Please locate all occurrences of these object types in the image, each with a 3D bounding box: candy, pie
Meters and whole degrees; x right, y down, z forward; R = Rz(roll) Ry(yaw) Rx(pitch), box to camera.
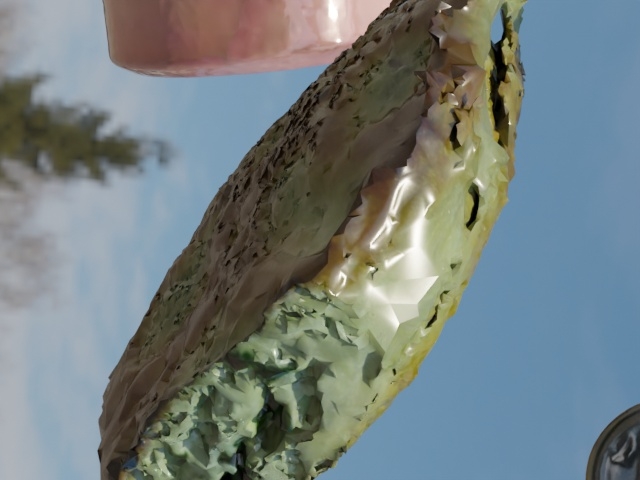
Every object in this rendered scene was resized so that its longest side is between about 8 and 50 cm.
[{"bbox_3d":[-0.044,-0.187,1.533,0.255,0.255,0.094,-152,-126,-70],"label":"candy"},{"bbox_3d":[0.000,0.000,1.025,0.355,0.103,0.288,-46,-167,36],"label":"pie"}]

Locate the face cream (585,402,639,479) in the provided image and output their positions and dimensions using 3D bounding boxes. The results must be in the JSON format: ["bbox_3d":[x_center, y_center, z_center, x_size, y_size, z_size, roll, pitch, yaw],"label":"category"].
[{"bbox_3d":[0.254,0.212,1.326,0.349,0.105,0.105,58,24,-60],"label":"face cream"}]
